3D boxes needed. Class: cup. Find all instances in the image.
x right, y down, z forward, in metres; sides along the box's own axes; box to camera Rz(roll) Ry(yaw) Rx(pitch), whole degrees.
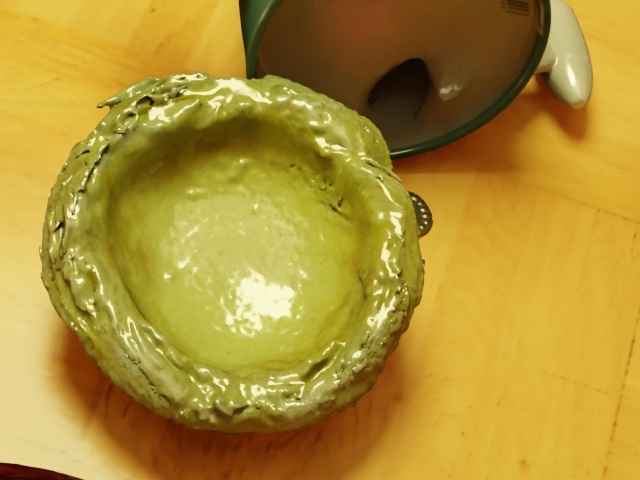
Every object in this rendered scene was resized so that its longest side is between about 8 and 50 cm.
[{"bbox_3d":[0.028,-0.159,0.822,0.299,0.167,0.173,18,40,-30],"label":"cup"}]

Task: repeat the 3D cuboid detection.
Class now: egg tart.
[{"bbox_3d":[-0.045,0.012,0.736,0.197,0.078,0.197,3,62,-6],"label":"egg tart"}]

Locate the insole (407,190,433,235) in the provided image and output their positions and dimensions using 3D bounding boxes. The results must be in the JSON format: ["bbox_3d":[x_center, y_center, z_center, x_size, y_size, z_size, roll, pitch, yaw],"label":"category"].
[{"bbox_3d":[0.000,0.000,0.800,0.135,0.002,0.045,-16,61,-20],"label":"insole"}]

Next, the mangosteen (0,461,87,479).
[{"bbox_3d":[-0.136,0.210,0.477,0.311,0.311,0.311,5,56,-7],"label":"mangosteen"}]
